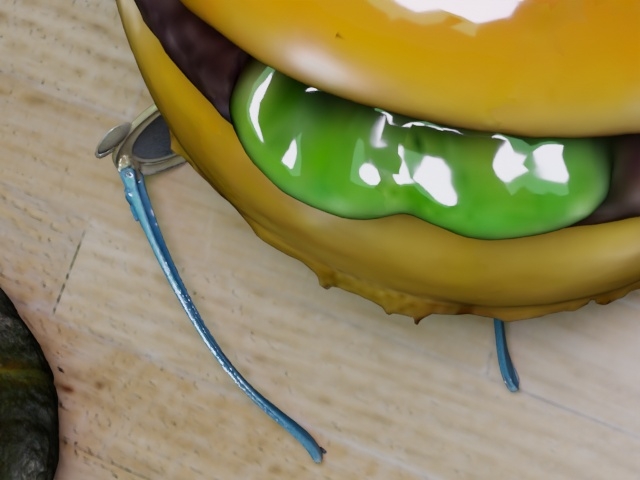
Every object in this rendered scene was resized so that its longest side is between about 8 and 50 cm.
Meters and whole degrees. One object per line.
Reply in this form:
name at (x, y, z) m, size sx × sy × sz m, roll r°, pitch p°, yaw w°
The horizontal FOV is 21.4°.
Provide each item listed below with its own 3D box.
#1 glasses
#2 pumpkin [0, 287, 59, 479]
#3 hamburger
glasses at (0.006, -0.003, 0.924) m, size 0.189 × 0.088 × 0.221 m, roll -23°, pitch 97°, yaw 12°
pumpkin at (-0.251, 0.108, 0.926) m, size 0.223 × 0.157 × 0.224 m, roll -2°, pitch 77°, yaw 7°
hamburger at (0.087, -0.168, 0.727) m, size 0.395 × 0.277 × 0.396 m, roll 1°, pitch 66°, yaw -2°
